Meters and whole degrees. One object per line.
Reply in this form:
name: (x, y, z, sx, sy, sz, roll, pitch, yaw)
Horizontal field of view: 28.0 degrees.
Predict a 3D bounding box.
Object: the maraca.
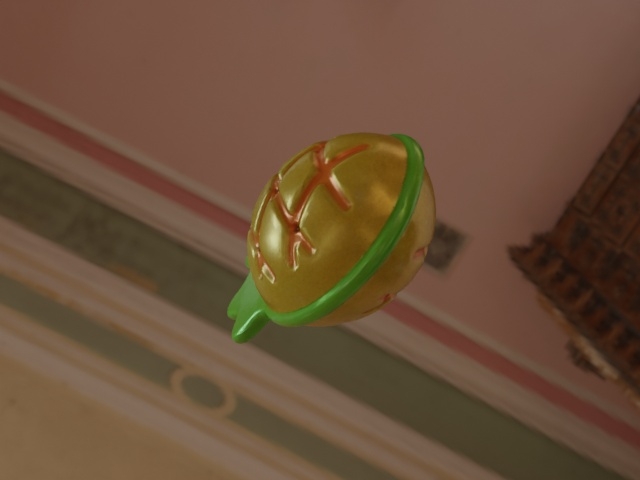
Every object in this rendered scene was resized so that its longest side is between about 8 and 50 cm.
maraca: (0.000, 0.000, 0.778, 0.099, 0.185, 0.127, 36, -127, -20)
